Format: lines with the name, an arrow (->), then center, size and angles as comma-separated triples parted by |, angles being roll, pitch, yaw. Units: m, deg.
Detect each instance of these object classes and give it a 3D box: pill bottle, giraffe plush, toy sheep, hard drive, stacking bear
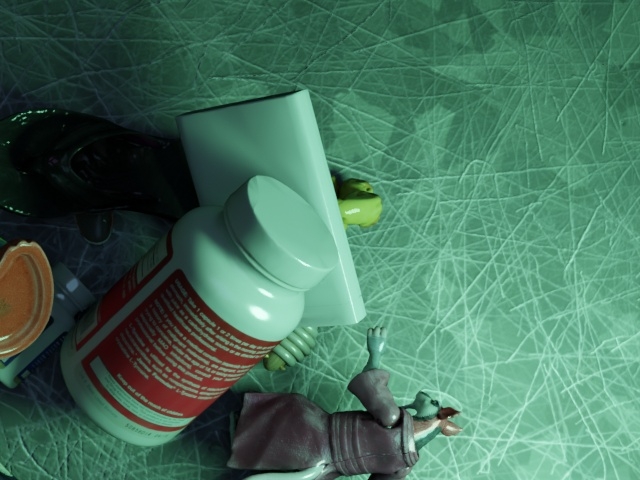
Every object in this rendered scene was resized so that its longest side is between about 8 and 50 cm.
pill bottle -> -0.173, 0.099, 1.695 | 0.229, 0.229, 0.407 | 45, 114, -5
giraffe plush -> 0.000, 0.000, 1.874 | 0.181, 0.210, 0.171 | 9, 111, 3
toy sheep -> -0.047, 0.155, 1.879 | 0.091, 0.091, 0.132 | 36, 79, -7
hard drive -> -0.077, -0.038, 1.770 | 0.047, 0.233, 0.353 | -33, 112, -52
stacking bear -> -0.529, 0.043, 1.704 | 0.175, 0.289, 0.164 | -39, 135, -23
pill bottle -> -0.440, 0.125, 1.786 | 0.186, 0.112, 0.112 | -44, 94, -13

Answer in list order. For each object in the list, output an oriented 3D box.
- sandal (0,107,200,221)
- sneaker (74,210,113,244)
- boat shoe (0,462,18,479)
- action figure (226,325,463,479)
sandal -> -0.306, -0.114, 1.778 | 0.445, 0.107, 0.168 | 4, 81, -29
sneaker -> -0.361, -0.072, 1.845 | 0.061, 0.065, 0.158 | -5, 86, -12
boat shoe -> -0.440, 0.457, 1.732 | 0.127, 0.158, 0.340 | -44, 94, -12
action figure -> 0.034, 0.302, 1.782 | 0.370, 0.276, 0.248 | -13, 106, 14
